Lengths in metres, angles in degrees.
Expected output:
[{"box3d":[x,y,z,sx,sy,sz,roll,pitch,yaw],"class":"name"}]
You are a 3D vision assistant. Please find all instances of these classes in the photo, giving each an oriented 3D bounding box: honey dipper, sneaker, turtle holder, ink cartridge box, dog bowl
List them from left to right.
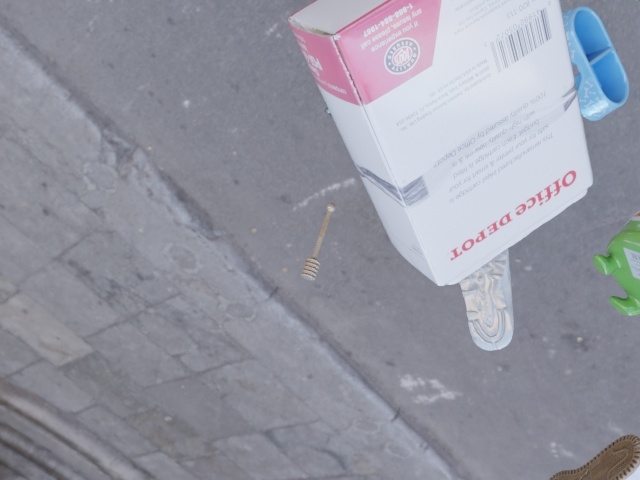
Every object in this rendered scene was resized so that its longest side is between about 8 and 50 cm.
[{"box3d":[0.000,0.000,1.206,0.030,0.161,0.030,17,162,6],"class":"honey dipper"},{"box3d":[0.127,-0.127,0.596,0.283,0.207,0.117,62,172,-34],"class":"ink cartridge box"},{"box3d":[0.281,0.065,1.039,0.090,0.094,0.235,-3,86,27],"class":"sneaker"},{"box3d":[0.679,-0.453,1.557,0.074,0.166,0.297,-17,105,58],"class":"dog bowl"},{"box3d":[0.473,0.423,0.980,0.153,0.099,0.282,28,133,-1],"class":"sneaker"},{"box3d":[0.718,0.062,1.186,0.320,0.227,0.243,47,170,-2],"class":"turtle holder"}]

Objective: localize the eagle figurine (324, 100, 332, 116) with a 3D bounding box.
[{"box3d":[0.191,-0.307,1.466,0.226,0.298,0.225,53,165,44],"class":"eagle figurine"}]
